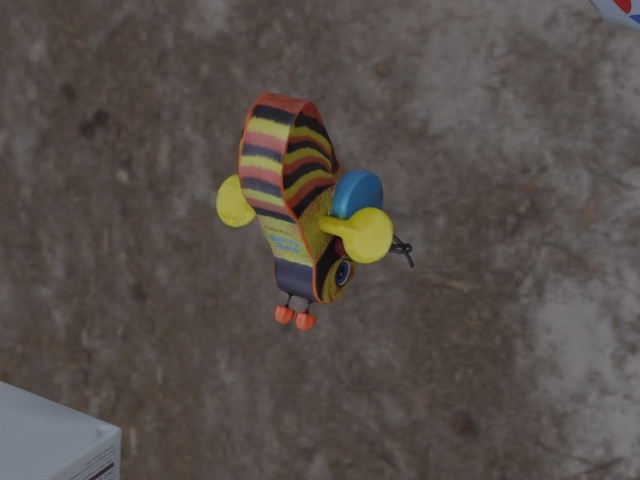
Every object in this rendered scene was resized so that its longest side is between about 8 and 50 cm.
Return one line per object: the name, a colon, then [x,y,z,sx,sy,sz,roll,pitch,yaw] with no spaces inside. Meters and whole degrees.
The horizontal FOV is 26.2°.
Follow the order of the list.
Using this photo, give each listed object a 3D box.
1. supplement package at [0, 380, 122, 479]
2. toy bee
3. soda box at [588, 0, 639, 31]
supplement package: [-0.295,0.183,0.897,0.261,0.204,0.145,16,115,26]
toy bee: [0.000,0.000,1.342,0.195,0.298,0.162,2,59,51]
soda box: [0.206,-0.151,0.738,0.074,0.069,0.216,-44,21,1]
